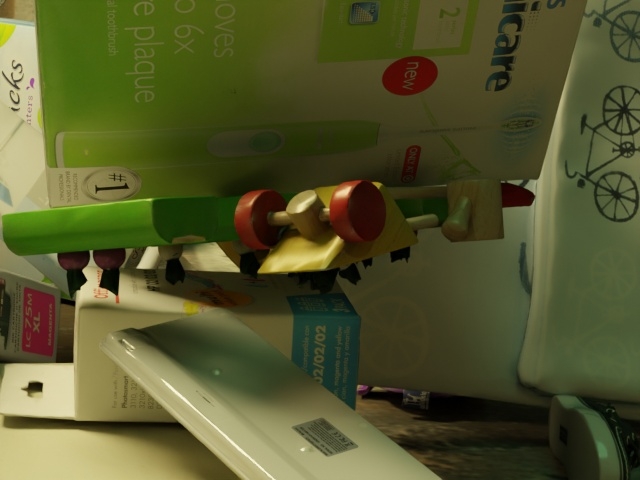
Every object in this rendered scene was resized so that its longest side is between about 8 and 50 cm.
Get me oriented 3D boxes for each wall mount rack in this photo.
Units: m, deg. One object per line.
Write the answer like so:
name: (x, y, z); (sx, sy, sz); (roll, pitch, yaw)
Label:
wall mount rack: (-0.174, -0.047, 1.113); (0.350, 0.130, 0.304); (40, 26, -11)

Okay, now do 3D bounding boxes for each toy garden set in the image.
toy garden set: (0.000, 0.000, 0.878); (0.204, 0.049, 0.244); (-4, 0, 41)

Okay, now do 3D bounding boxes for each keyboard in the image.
keyboard: (-0.006, 0.089, 0.755); (0.072, 0.014, 0.256); (-8, 27, -34)

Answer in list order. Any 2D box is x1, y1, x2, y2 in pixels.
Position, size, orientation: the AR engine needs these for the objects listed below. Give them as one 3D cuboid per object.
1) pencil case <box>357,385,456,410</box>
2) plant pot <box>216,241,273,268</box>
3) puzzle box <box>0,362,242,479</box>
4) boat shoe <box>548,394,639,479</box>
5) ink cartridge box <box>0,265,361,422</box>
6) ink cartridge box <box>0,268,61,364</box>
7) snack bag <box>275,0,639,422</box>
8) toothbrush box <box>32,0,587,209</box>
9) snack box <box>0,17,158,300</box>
pencil case: (0.072, 0.005, 1.136); (0.088, 0.206, 0.086); (4, -3, 18)
plant pot: (0.041, -0.045, 1.322); (0.254, 0.254, 0.239); (-1, 28, -23)
puzzle box: (-0.093, 0.133, 0.806); (0.272, 0.052, 0.409); (2, 11, -13)
boat shoe: (0.159, 0.115, 0.985); (0.040, 0.049, 0.142); (3, 9, -3)
ink cartridge box: (-0.076, 0.054, 0.920); (0.181, 0.061, 0.104); (2, 10, -9)
ink cartridge box: (-0.281, 0.036, 0.962); (0.186, 0.065, 0.311); (-1, -10, 10)
snack bag: (0.141, -0.055, 1.084); (0.342, 0.323, 0.037); (8, -10, -9)
toothbrush box: (-0.012, -0.132, 0.935); (0.283, 0.206, 0.122); (-4, 52, -10)
snack box: (-0.207, -0.065, 1.370); (0.174, 0.207, 0.070); (12, 10, 31)
